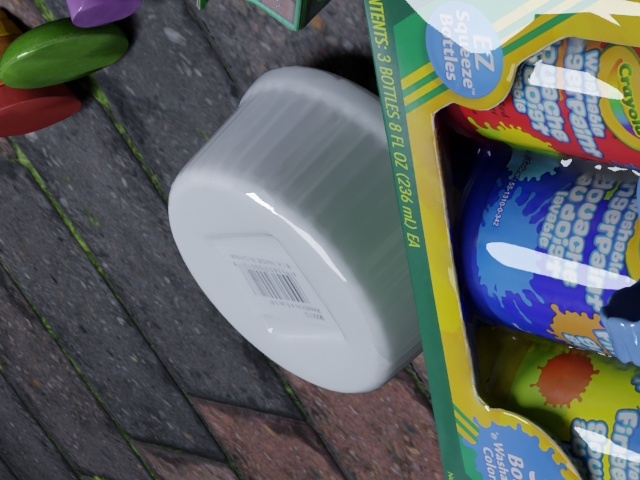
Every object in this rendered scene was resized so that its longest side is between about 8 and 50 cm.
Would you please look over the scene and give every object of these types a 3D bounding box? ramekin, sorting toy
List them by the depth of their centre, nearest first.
[{"bbox_3d":[0.000,0.000,1.570,0.277,0.135,0.277,34,151,22],"label":"ramekin"},{"bbox_3d":[-0.271,-0.217,1.794,0.365,0.127,0.126,-38,68,60],"label":"sorting toy"}]

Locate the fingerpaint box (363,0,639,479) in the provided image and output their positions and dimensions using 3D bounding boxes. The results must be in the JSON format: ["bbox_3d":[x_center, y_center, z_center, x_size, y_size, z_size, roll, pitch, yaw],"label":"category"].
[{"bbox_3d":[0.236,0.014,1.211,0.371,0.163,0.445,16,126,43],"label":"fingerpaint box"}]

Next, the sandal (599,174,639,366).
[{"bbox_3d":[0.224,-0.011,0.982,0.138,0.126,0.317,33,133,31],"label":"sandal"}]

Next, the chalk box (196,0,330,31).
[{"bbox_3d":[-0.026,-0.246,1.259,0.132,0.213,0.132,37,152,14],"label":"chalk box"}]
